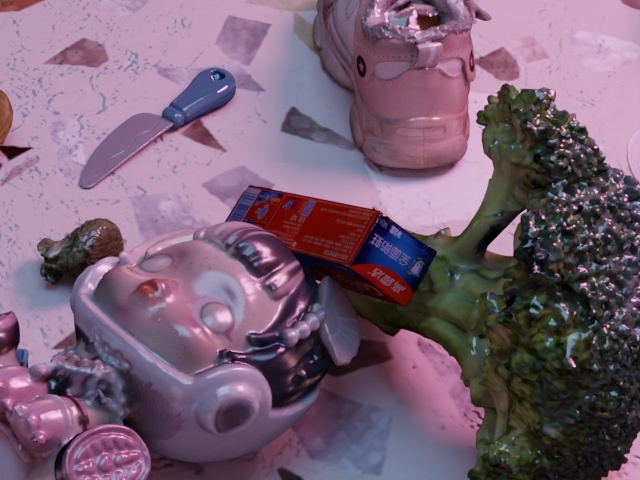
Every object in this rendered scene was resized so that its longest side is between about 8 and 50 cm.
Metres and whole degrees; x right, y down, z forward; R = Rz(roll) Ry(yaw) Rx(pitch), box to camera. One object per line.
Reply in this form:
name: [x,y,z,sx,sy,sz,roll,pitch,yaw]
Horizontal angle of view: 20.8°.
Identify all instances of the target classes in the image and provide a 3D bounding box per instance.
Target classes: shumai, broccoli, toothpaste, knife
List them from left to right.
shumai: [-0.259,0.007,1.846,0.080,0.082,0.083,20,25,18]
knife: [-0.196,-0.133,2.031,0.244,0.032,0.058,-36,58,-28]
toothpaste: [0.001,0.000,1.733,0.066,0.076,0.320,-59,24,-7]
broccoli: [0.164,0.092,1.677,0.275,0.397,0.353,23,54,-36]

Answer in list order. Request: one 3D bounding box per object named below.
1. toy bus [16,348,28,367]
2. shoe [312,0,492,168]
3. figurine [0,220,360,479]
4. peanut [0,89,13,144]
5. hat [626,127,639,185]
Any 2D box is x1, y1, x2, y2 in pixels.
toy bus: [-0.379,0.137,1.699,0.190,0.075,0.064,4,42,3]
shoe: [0.101,-0.259,2.051,0.172,0.198,0.351,-7,46,-13]
figurine: [-0.162,0.118,1.632,0.361,0.211,0.253,-31,65,-28]
peanut: [-0.412,-0.105,1.945,0.089,0.089,0.193,16,45,13]
hat: [0.417,-0.036,1.888,0.203,0.126,0.203,1,44,-1]
